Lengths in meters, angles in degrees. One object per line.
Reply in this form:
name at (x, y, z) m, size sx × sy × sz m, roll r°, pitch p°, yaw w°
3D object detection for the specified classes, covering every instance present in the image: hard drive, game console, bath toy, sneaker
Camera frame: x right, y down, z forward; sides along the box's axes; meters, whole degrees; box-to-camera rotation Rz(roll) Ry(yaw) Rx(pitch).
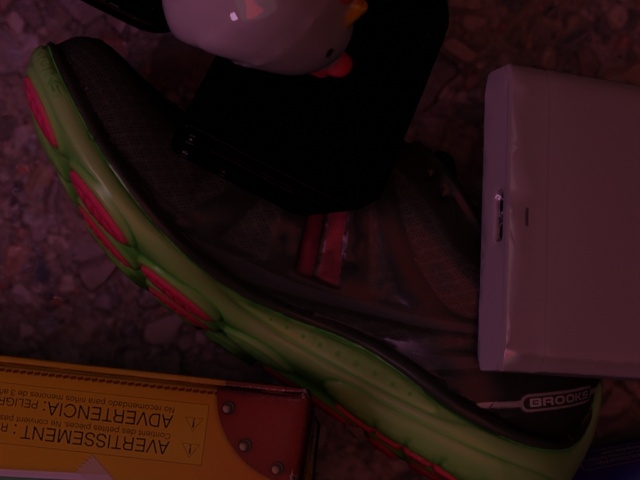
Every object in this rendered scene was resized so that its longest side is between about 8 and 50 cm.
hard drive at (0.255, -0.001, 0.867) m, size 0.307 × 0.040 × 0.203 m, roll 6°, pitch 81°, yaw -21°
game console at (-0.097, -0.166, 0.814) m, size 0.361 × 0.044 × 0.213 m, roll 26°, pitch 58°, yaw -6°
bath toy at (0.009, -0.248, 0.801) m, size 0.129 × 0.151 × 0.348 m, roll 35°, pitch 56°, yaw -35°
sneaker at (0.000, 0.000, 0.901) m, size 0.482 × 0.185 × 0.202 m, roll 35°, pitch 77°, yaw -6°

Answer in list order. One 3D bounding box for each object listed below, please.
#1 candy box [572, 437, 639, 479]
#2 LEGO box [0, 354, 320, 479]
candy box at (0.312, 0.266, 0.830) m, size 0.268 × 0.317 × 0.122 m, roll -10°, pitch 121°, yaw 2°
LEGO box at (-0.265, 0.268, 0.840) m, size 0.500 × 0.193 × 0.373 m, roll 6°, pitch 77°, yaw 2°
